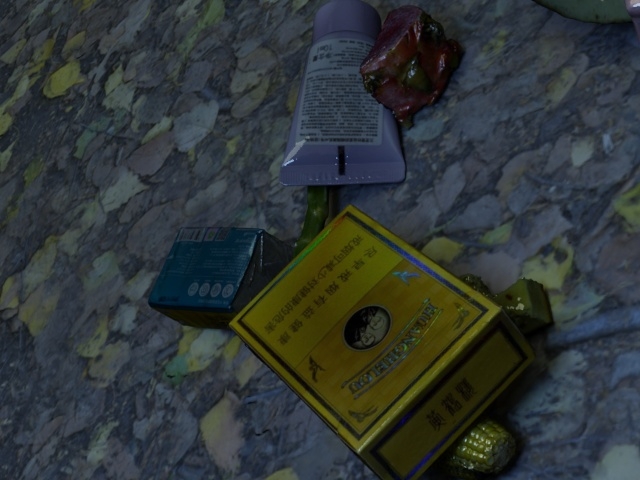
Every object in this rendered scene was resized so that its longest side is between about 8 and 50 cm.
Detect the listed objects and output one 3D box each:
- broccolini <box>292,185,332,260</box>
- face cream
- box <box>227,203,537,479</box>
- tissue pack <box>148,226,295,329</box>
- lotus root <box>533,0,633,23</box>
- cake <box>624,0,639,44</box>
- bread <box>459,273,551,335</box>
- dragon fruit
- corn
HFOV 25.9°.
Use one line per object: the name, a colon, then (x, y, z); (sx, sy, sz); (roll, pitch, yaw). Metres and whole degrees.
broccolini: (-0.006, -0.001, 1.688); (0.074, 0.079, 0.392); (-36, 31, 37)
face cream: (0.032, -0.179, 1.747); (0.154, 0.096, 0.273); (1, 54, 4)
box: (0.053, 0.099, 1.404); (0.193, 0.084, 0.301); (-46, 34, -5)
tissue pack: (-0.119, 0.050, 1.728); (0.169, 0.082, 0.120); (1, 62, 47)
lotus root: (0.322, -0.338, 1.554); (0.210, 0.142, 0.314); (-19, 28, -18)
cake: (0.400, -0.282, 1.209); (0.314, 0.293, 0.306); (-13, 60, 24)
bread: (0.132, 0.089, 1.459); (0.226, 0.049, 0.088); (-28, 42, 28)
dragon fruit: (0.122, -0.225, 1.694); (0.096, 0.102, 0.147); (-11, 48, 38)
corn: (0.110, 0.188, 1.386); (0.203, 0.072, 0.072); (13, 70, 49)
